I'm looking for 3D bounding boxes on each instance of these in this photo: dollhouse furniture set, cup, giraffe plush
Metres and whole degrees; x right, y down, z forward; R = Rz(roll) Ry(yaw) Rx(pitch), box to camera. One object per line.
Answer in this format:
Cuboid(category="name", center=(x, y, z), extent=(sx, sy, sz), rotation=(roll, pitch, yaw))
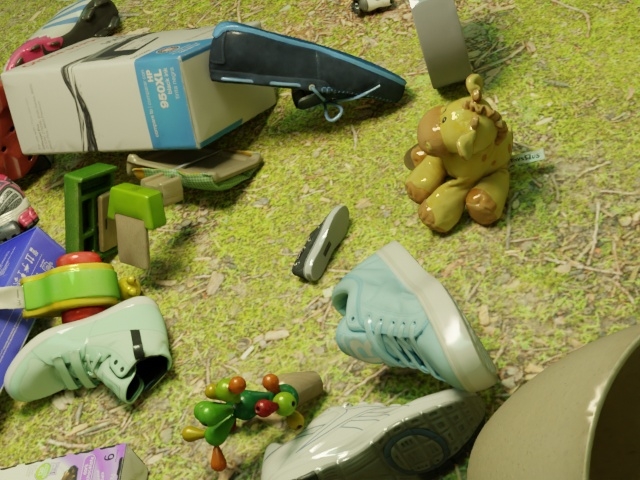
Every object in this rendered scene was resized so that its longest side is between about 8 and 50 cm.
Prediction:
Cuboid(category="dollhouse furniture set", center=(-0.258, -0.060, 1.714), extent=(0.198, 0.151, 0.301), rotation=(14, 25, 29))
Cuboid(category="cup", center=(0.281, 0.241, 0.978), extent=(0.237, 0.331, 0.331), rotation=(-13, 34, 56))
Cuboid(category="giraffe plush", center=(0.207, -0.134, 1.450), extent=(0.210, 0.170, 0.181), rotation=(-26, 56, 8))

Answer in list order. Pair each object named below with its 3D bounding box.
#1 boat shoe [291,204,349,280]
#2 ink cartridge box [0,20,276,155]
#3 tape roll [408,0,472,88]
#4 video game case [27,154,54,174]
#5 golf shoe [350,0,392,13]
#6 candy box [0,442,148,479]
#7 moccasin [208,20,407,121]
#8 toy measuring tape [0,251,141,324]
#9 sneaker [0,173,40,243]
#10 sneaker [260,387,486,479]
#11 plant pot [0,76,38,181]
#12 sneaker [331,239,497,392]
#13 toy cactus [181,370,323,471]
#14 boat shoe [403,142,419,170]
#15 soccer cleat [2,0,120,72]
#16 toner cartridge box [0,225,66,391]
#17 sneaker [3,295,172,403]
Cuboid(category="boat shoe", center=(0.000, 0.000, 1.537), extent=(0.040, 0.049, 0.142), rotation=(7, 52, 32))
Cuboid(category="ink cartridge box", center=(-0.326, -0.276, 1.833), extent=(0.395, 0.166, 0.285), rotation=(0, 23, 27))
Cuboid(category="tape roll", center=(0.196, -0.369, 1.698), extent=(0.072, 0.219, 0.219), rotation=(-14, 42, 10))
Cuboid(category="video game case", center=(-0.661, -0.205, 2.090), extent=(0.275, 0.035, 0.248), rotation=(-14, 42, 13))
Cuboid(category="golf shoe", center=(0.115, -0.525, 2.024), extent=(0.094, 0.077, 0.198), rotation=(1, 53, 13))
Cuboid(category="candy box", center=(-0.334, 0.363, 1.301), extent=(0.196, 0.070, 0.164), rotation=(-14, 42, 14))
Cuboid(category="moccasin", center=(-0.026, -0.280, 1.723), extent=(0.342, 0.116, 0.137), rotation=(14, 13, -12))
Cuboid(category="toy measuring tape", center=(-0.418, 0.076, 1.513), extent=(0.330, 0.121, 0.121), rotation=(-1, 28, -34))
Cuboid(category="sneaker", center=(-0.651, -0.005, 1.786), extent=(0.299, 0.112, 0.121), rotation=(-31, 5, -6))
Cuboid(category="sneaker", center=(0.054, 0.238, 1.219), extent=(0.297, 0.111, 0.129), rotation=(-22, 32, 1))
Cuboid(category="plant pot", center=(-0.687, -0.229, 1.922), extent=(0.265, 0.272, 0.272), rotation=(20, 57, 30))
Cuboid(category="sneaker", center=(0.104, 0.121, 1.273), extent=(0.150, 0.135, 0.366), rotation=(-35, 18, -1))
Cuboid(category="toy cactus", center=(-0.071, 0.214, 1.294), extent=(0.181, 0.112, 0.219), rotation=(-13, -13, -37))
Cuboid(category="boat shoe", center=(0.208, -0.140, 1.591), extent=(0.153, 0.048, 0.056), rotation=(-22, 57, 14))
Cuboid(category="soccer cleat", center=(-0.587, -0.428, 2.245), extent=(0.143, 0.116, 0.331), rotation=(7, 44, 45))
Cuboid(category="toner cartridge box", center=(-0.534, 0.145, 1.594), extent=(0.165, 0.075, 0.347), rotation=(-22, 37, 34))
Cuboid(category="sneaker", center=(-0.338, 0.190, 1.467), extent=(0.256, 0.094, 0.151), rotation=(-28, 41, -3))
